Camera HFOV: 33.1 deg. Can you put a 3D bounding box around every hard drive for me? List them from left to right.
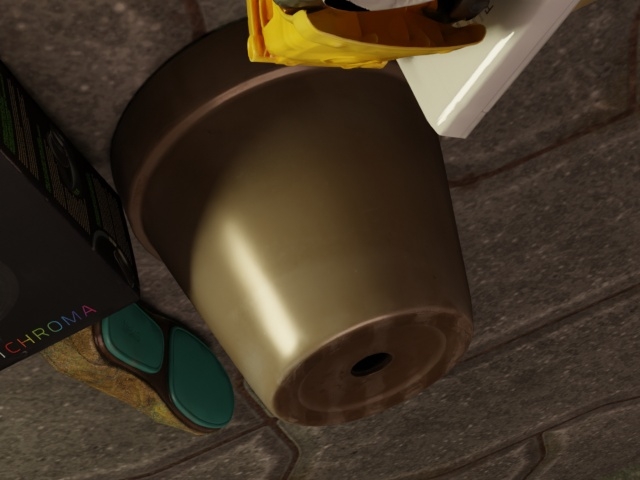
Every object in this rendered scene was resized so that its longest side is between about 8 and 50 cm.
[{"bbox_3d":[0.138,-0.250,0.756,0.040,0.203,0.307,3,140,-35],"label":"hard drive"}]

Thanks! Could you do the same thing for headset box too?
[{"bbox_3d":[-0.322,-0.020,0.852,0.246,0.131,0.283,-26,140,5],"label":"headset box"}]

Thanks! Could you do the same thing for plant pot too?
[{"bbox_3d":[0.000,0.000,0.979,0.323,0.280,0.323,-17,148,-11],"label":"plant pot"}]

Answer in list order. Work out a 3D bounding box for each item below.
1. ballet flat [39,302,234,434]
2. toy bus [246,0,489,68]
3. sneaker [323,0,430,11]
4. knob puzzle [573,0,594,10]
[{"bbox_3d":[-0.213,0.139,1.232,0.123,0.123,0.348,-27,149,7],"label":"ballet flat"},{"bbox_3d":[0.010,-0.226,0.765,0.149,0.220,0.211,-2,177,-25],"label":"toy bus"},{"bbox_3d":[0.104,-0.295,0.589,0.322,0.236,0.130,-26,170,22],"label":"sneaker"},{"bbox_3d":[0.170,-0.245,0.952,0.213,0.030,0.213,-17,149,-11],"label":"knob puzzle"}]
